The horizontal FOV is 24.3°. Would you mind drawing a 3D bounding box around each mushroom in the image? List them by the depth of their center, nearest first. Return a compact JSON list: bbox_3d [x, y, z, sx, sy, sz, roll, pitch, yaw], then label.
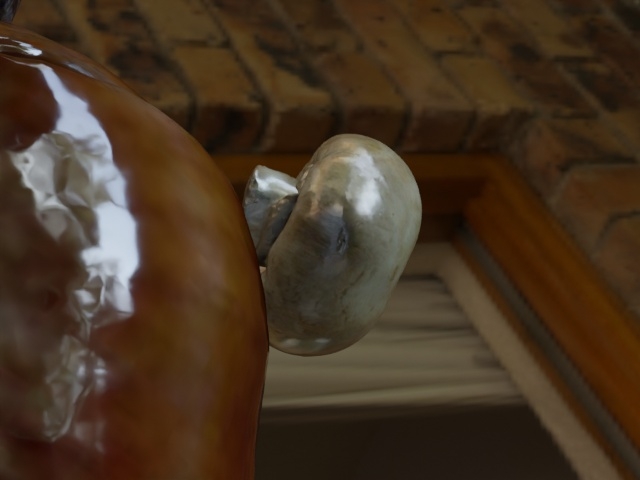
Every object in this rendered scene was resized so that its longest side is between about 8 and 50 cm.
[{"bbox_3d":[0.000,0.000,1.062,0.166,0.127,0.166,-62,178,-4],"label":"mushroom"}]

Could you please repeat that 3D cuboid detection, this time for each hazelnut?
[{"bbox_3d":[-0.198,0.078,0.796,0.359,0.359,0.409,-15,-112,58],"label":"hazelnut"}]

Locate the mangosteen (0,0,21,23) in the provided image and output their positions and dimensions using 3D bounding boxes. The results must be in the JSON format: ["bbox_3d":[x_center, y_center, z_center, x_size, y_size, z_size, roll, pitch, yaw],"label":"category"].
[{"bbox_3d":[-0.341,-0.212,0.998,0.287,0.288,0.233,25,-75,55],"label":"mangosteen"}]
